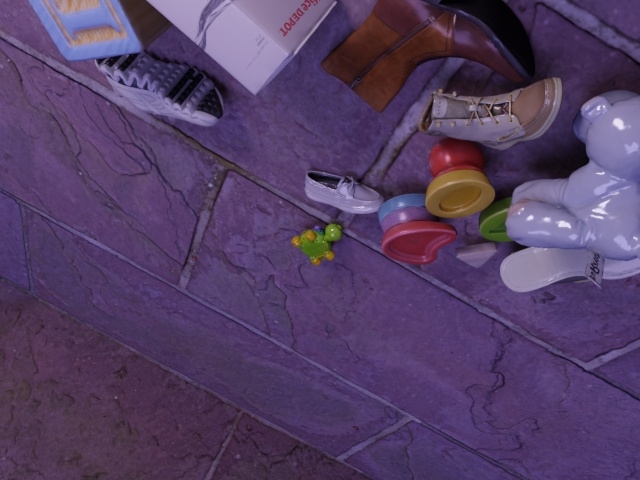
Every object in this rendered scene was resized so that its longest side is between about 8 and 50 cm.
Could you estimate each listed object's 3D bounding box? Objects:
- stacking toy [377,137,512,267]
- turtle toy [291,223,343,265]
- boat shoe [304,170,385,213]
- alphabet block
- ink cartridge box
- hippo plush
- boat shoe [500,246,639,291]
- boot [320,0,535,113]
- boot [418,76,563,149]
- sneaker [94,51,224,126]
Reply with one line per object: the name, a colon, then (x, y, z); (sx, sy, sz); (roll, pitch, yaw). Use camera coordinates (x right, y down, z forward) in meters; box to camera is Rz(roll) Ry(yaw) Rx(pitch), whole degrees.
stacking toy: (0.277, -0.070, 1.093); (0.279, 0.131, 0.309); (11, 149, -22)
turtle toy: (0.000, 0.000, 1.312); (0.130, 0.066, 0.095); (-23, 120, 43)
boat shoe: (0.051, -0.111, 1.173); (0.184, 0.066, 0.063); (20, 142, 23)
alphabet block: (-0.359, -0.443, 0.924); (0.192, 0.197, 0.193); (4, 136, 25)
ink cartridge box: (-0.138, -0.397, 0.842); (0.283, 0.207, 0.117); (40, 140, -15)
hippo plush: (0.409, -0.103, 0.822); (0.234, 0.294, 0.237); (4, 118, 15)
boat shoe: (0.503, 0.027, 1.044); (0.305, 0.091, 0.109); (-19, 85, 39)
boot: (0.166, -0.286, 0.890); (0.264, 0.096, 0.280); (30, 146, -16)
boot: (0.257, -0.203, 0.855); (0.165, 0.077, 0.213); (9, 172, -9)
sneaker: (-0.326, -0.308, 1.138); (0.292, 0.110, 0.118); (28, 149, 11)
